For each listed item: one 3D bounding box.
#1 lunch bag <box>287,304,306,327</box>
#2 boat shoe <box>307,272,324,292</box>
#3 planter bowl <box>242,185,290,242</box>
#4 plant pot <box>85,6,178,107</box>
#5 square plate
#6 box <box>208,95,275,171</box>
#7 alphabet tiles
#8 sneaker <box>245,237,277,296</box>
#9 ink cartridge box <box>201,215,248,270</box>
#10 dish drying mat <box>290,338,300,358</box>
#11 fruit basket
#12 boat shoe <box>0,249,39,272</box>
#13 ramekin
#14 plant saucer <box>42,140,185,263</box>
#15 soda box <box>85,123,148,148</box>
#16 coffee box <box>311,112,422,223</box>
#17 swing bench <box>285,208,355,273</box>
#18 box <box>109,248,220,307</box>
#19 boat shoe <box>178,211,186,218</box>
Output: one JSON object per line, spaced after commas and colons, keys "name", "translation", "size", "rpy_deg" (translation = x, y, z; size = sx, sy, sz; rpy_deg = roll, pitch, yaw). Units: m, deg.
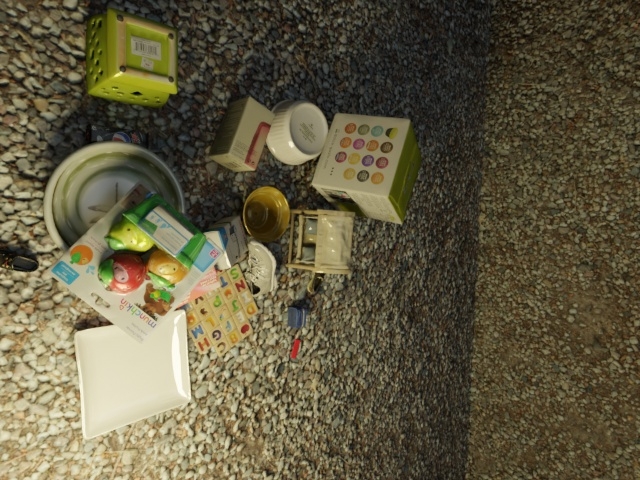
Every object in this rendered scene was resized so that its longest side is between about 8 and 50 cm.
{"name": "lunch bag", "translation": [-0.098, 0.328, 1.819], "size": [0.065, 0.067, 0.098], "rpy_deg": [6, 89, -42]}
{"name": "boat shoe", "translation": [-0.006, 0.170, 1.899], "size": [0.056, 0.049, 0.152], "rpy_deg": [38, 69, -37]}
{"name": "planter bowl", "translation": [-0.232, -0.104, 1.643], "size": [0.217, 0.090, 0.217], "rpy_deg": [-5, 97, -42]}
{"name": "plant pot", "translation": [-0.548, -0.540, 1.244], "size": [0.228, 0.207, 0.227], "rpy_deg": [-2, 95, -41]}
{"name": "square plate", "translation": [-0.608, 0.424, 1.383], "size": [0.347, 0.049, 0.344], "rpy_deg": [-7, 98, -41]}
{"name": "box", "translation": [-0.286, -0.382, 1.531], "size": [0.127, 0.149, 0.232], "rpy_deg": [27, 76, -40]}
{"name": "alphabet tiles", "translation": [-0.384, 0.257, 1.594], "size": [0.285, 0.011, 0.342], "rpy_deg": [-35, 116, -35]}
{"name": "sneaker", "translation": [-0.236, 0.116, 1.605], "size": [0.115, 0.105, 0.281], "rpy_deg": [-37, 139, -30]}
{"name": "ink cartridge box", "translation": [-0.339, 0.004, 1.501], "size": [0.190, 0.082, 0.139], "rpy_deg": [-59, 138, -66]}
{"name": "dish drying mat", "translation": [-0.111, 0.482, 1.862], "size": [0.032, 0.008, 0.083], "rpy_deg": [21, 79, -42]}
{"name": "fruit basket", "translation": [-0.508, 0.057, 1.187], "size": [0.327, 0.165, 0.353], "rpy_deg": [43, 68, -10]}
{"name": "boat shoe", "translation": [-0.844, 0.057, 1.143], "size": [0.133, 0.042, 0.049], "rpy_deg": [20, 83, -40]}
{"name": "ramekin", "translation": [-0.085, -0.448, 1.720], "size": [0.273, 0.127, 0.273], "rpy_deg": [-4, 97, -42]}
{"name": "plant saucer", "translation": [-0.623, -0.099, 1.287], "size": [0.400, 0.100, 0.400], "rpy_deg": [-5, 98, -42]}
{"name": "soda box", "translation": [-0.624, -0.317, 1.292], "size": [0.169, 0.060, 0.053], "rpy_deg": [-2, 96, -42]}
{"name": "coffee box", "translation": [0.216, -0.302, 1.795], "size": [0.338, 0.334, 0.337], "rpy_deg": [39, 67, -63]}
{"name": "swing bench", "translation": [0.000, 0.000, 1.751], "size": [0.165, 0.255, 0.253], "rpy_deg": [2, 92, -42]}
{"name": "box", "translation": [-0.506, 0.140, 1.370], "size": [0.300, 0.154, 0.142], "rpy_deg": [-26, 111, -33]}
{"name": "boat shoe", "translation": [-0.479, -0.030, 1.327], "size": [0.142, 0.049, 0.040], "rpy_deg": [-47, 167, -17]}
